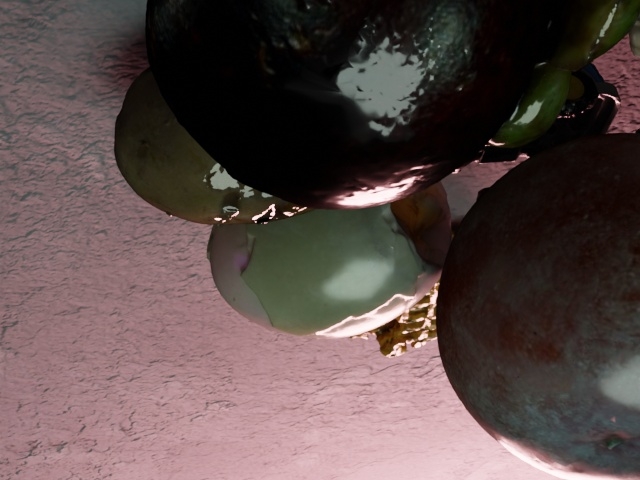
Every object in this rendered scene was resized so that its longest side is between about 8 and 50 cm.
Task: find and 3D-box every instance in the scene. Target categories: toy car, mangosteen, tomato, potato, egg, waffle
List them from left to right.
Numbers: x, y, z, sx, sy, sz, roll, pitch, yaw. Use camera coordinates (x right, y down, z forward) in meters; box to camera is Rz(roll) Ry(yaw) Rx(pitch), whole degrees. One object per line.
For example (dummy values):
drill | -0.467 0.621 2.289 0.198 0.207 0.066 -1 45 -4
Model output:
potato | -0.038 -0.099 1.492 0.262 0.165 0.165 -21 150 1
egg | 0.000 0.000 1.649 0.217 0.183 0.183 -17 153 30
mangosteen | 0.035 -0.168 1.244 0.330 0.330 0.330 -11 150 -6
waffle | 0.082 0.054 1.881 0.193 0.070 0.197 6 144 -32
toy car | 0.152 -0.124 1.581 0.191 0.100 0.097 -3 149 -15
tomato | 0.258 0.058 1.574 0.317 0.282 0.316 4 142 3

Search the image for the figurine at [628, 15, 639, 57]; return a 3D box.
figurine | 0.259 -0.265 1.265 0.145 0.182 0.256 -19 111 -8
